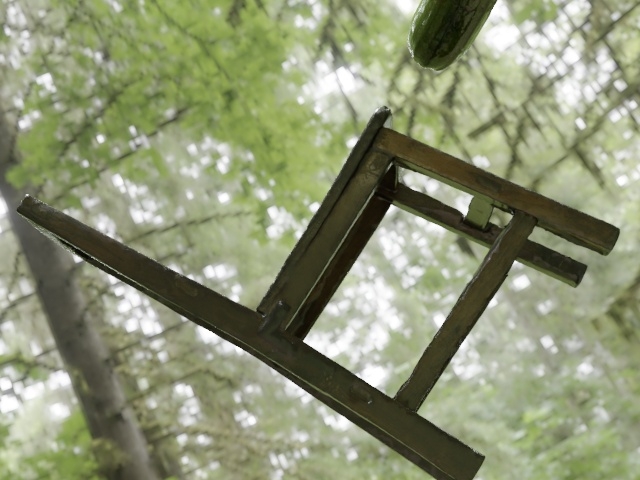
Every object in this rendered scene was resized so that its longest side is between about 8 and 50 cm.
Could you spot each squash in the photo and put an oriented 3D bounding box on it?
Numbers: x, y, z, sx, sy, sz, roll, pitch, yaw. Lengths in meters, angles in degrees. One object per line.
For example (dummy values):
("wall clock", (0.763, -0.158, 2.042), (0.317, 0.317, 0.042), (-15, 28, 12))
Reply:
("squash", (0.131, -0.237, 1.154), (0.066, 0.066, 0.229), (-10, -32, -27))

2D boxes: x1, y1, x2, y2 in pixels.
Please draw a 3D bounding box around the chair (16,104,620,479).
("chair", (0.000, 0.000, 1.145), (0.240, 0.416, 0.203), (-58, -7, -7))
